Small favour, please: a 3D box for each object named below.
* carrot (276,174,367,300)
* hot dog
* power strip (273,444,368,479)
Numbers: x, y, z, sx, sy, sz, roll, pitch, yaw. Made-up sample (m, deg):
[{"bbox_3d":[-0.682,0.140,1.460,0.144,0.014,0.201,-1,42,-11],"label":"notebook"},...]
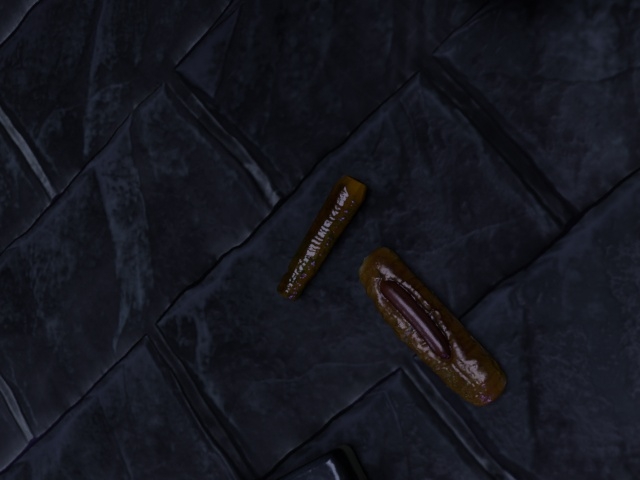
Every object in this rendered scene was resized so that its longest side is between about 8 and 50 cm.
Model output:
[{"bbox_3d":[0.000,0.000,0.863,0.042,0.042,0.171,35,99,20],"label":"carrot"},{"bbox_3d":[0.118,0.097,0.808,0.066,0.047,0.216,-45,73,16],"label":"hot dog"},{"bbox_3d":[-0.046,0.338,0.847,0.256,0.070,0.105,-33,78,18],"label":"power strip"}]
